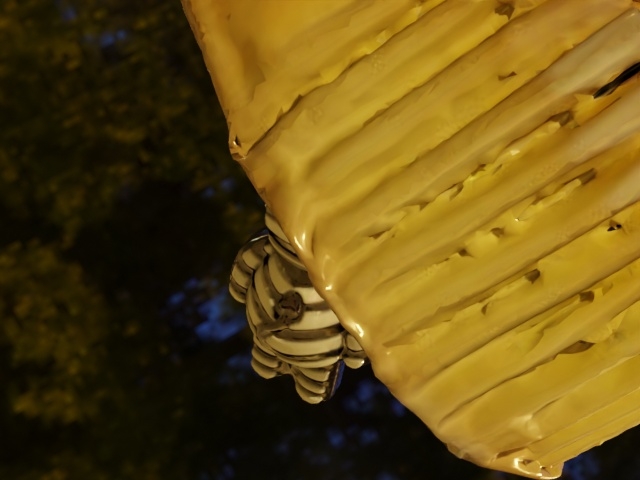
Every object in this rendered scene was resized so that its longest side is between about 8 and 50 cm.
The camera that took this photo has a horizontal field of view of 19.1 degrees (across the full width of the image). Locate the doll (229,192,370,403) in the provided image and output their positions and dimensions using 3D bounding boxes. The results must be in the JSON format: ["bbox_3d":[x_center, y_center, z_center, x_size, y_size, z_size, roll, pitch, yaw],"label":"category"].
[{"bbox_3d":[0.000,0.000,0.969,0.091,0.067,0.219,30,-39,18],"label":"doll"}]

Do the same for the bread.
[{"bbox_3d":[0.060,-0.082,0.601,0.204,0.156,0.288,41,22,-45],"label":"bread"}]
